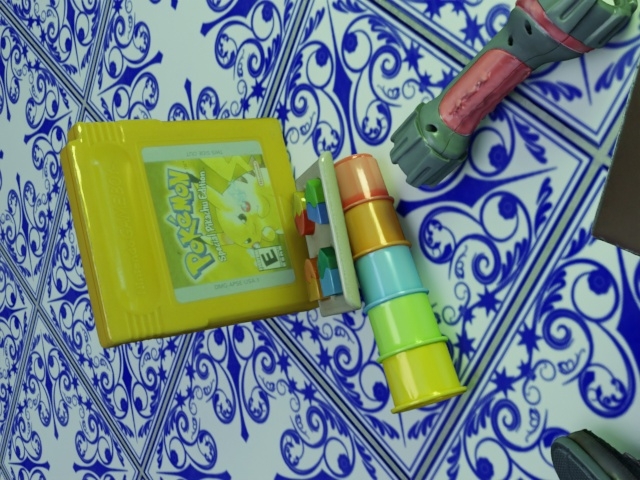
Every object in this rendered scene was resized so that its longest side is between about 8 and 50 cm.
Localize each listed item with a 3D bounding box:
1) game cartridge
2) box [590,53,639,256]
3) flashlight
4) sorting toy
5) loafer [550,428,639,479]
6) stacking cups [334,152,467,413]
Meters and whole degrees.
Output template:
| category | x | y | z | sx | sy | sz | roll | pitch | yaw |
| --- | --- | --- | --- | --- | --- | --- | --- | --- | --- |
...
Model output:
| category | x | y | z | sx | sy | sz | roll | pitch | yaw |
| --- | --- | --- | --- | --- | --- | --- | --- | --- | --- |
| game cartridge | -0.163 | -0.024 | 1.195 | 0.052 | 0.323 | 0.285 | -25 | 77 | 50 |
| box | 0.361 | -0.052 | 0.712 | 0.203 | 0.168 | 0.167 | 28 | 116 | 43 |
| flashlight | 0.186 | -0.167 | 0.949 | 0.304 | 0.103 | 0.103 | -46 | 64 | 40 |
| sorting toy | 0.000 | 0.000 | 1.154 | 0.208 | 0.038 | 0.193 | 143 | 116 | -78 |
| loafer | 0.344 | 0.294 | 0.855 | 0.302 | 0.095 | 0.109 | 52 | 160 | 37 |
| stacking cups | 0.089 | 0.044 | 1.101 | 0.096 | 0.096 | 0.316 | -30 | 69 | 46 |
